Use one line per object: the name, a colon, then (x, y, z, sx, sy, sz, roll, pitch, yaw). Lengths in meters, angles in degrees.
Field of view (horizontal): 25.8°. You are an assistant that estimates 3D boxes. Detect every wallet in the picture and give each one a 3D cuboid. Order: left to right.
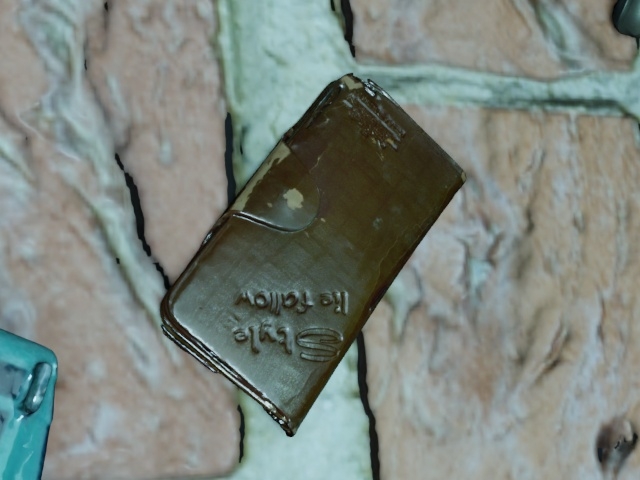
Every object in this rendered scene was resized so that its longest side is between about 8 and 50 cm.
wallet: (0.000, 0.000, 0.696, 0.095, 0.026, 0.176, 43, 62, -10)

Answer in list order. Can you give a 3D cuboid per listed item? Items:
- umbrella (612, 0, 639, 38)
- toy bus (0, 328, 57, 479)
umbrella: (0.237, -0.228, 0.849, 0.071, 0.071, 0.248, 32, 65, -18)
toy bus: (-0.226, 0.063, 0.506, 0.256, 0.128, 0.147, 23, 67, -19)
